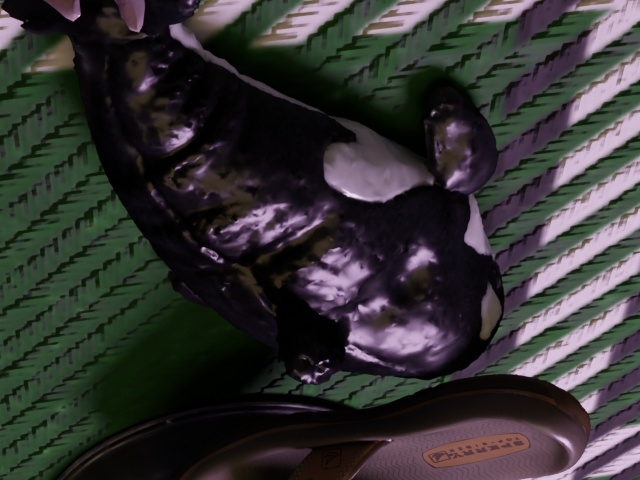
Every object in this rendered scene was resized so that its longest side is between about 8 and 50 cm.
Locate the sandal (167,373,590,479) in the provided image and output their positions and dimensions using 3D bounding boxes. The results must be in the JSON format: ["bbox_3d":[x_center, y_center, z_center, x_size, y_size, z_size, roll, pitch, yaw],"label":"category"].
[{"bbox_3d":[0.019,0.118,0.794,0.219,0.060,0.090,-15,144,23],"label":"sandal"}]

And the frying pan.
[{"bbox_3d":[-0.011,0.179,0.967,0.197,0.053,0.326,-30,138,22],"label":"frying pan"}]

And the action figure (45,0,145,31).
[{"bbox_3d":[-0.208,-0.067,0.448,0.276,0.248,0.370,35,157,-7],"label":"action figure"}]

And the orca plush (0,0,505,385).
[{"bbox_3d":[0.000,0.000,0.677,0.151,0.102,0.287,-19,144,8],"label":"orca plush"}]
